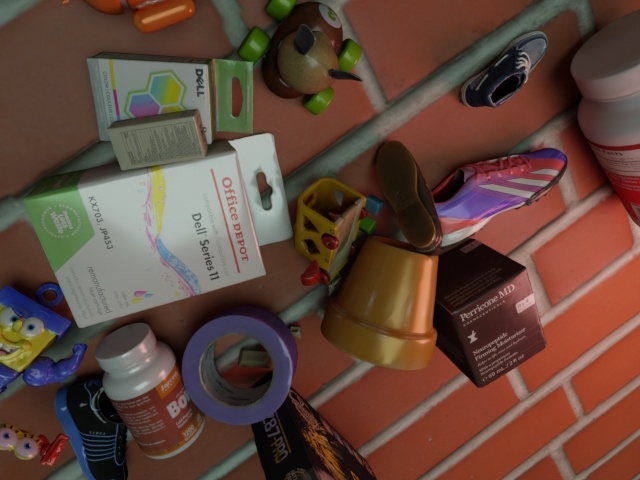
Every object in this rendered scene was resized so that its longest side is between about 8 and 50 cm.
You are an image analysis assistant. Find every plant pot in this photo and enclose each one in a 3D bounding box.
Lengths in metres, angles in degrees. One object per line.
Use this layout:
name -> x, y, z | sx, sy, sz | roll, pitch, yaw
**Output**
plant pot -> 0.121, 0.097, 0.819 | 0.205, 0.205, 0.188 | 11, 100, -22

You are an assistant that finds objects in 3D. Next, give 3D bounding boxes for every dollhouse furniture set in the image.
dollhouse furniture set -> -0.096, 0.217, 0.895 | 0.114, 0.091, 0.081 | 3, 153, 3

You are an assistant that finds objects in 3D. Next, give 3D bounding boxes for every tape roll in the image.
tape roll -> -0.137, 0.213, 0.798 | 0.188, 0.080, 0.189 | 0, 94, 3

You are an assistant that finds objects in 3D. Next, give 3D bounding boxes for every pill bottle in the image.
pill bottle -> -0.289, 0.253, 0.779 | 0.121, 0.121, 0.216 | -22, 116, -10
pill bottle -> 0.639, -0.209, 0.856 | 0.229, 0.229, 0.407 | -46, 117, 2

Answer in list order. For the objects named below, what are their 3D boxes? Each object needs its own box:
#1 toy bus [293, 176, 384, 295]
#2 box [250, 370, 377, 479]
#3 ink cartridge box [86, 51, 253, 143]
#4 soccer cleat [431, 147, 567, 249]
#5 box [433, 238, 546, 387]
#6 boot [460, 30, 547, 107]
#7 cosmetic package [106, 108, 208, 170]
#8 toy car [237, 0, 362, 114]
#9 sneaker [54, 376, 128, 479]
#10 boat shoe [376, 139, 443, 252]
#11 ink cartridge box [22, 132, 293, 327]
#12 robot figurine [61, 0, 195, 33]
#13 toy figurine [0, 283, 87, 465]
toy bus -> 0.005, -0.011, 0.786 | 0.104, 0.191, 0.202 | 33, 98, 17
box -> 0.028, 0.471, 0.861 | 0.097, 0.318, 0.395 | -37, 116, -1
ink cartridge box -> -0.200, -0.197, 0.640 | 0.209, 0.062, 0.109 | 1, 120, -7
soccer cleat -> 0.320, -0.107, 0.860 | 0.318, 0.108, 0.117 | -30, 112, -3
box -> 0.309, 0.140, 0.912 | 0.168, 0.167, 0.203 | -29, 116, -6
boot -> 0.343, -0.296, 0.802 | 0.190, 0.086, 0.069 | -41, 117, 0
cosmetic package -> -0.215, -0.135, 0.613 | 0.115, 0.041, 0.060 | -7, 121, -1
toy car -> -0.009, -0.264, 0.638 | 0.155, 0.188, 0.149 | 31, 98, -26
sneaker -> -0.375, 0.345, 0.808 | 0.090, 0.081, 0.232 | -16, 113, -4
boat shoe -> 0.154, -0.073, 0.791 | 0.073, 0.207, 0.073 | -24, 157, 28
ink cartridge box -> -0.212, -0.028, 0.699 | 0.353, 0.119, 0.207 | -16, 114, -12
robot figurine -> -0.223, -0.360, 0.566 | 0.219, 0.128, 0.158 | -20, 136, -11
toy figurine -> -0.494, 0.146, 0.688 | 0.362, 0.191, 0.217 | 35, 61, -12
